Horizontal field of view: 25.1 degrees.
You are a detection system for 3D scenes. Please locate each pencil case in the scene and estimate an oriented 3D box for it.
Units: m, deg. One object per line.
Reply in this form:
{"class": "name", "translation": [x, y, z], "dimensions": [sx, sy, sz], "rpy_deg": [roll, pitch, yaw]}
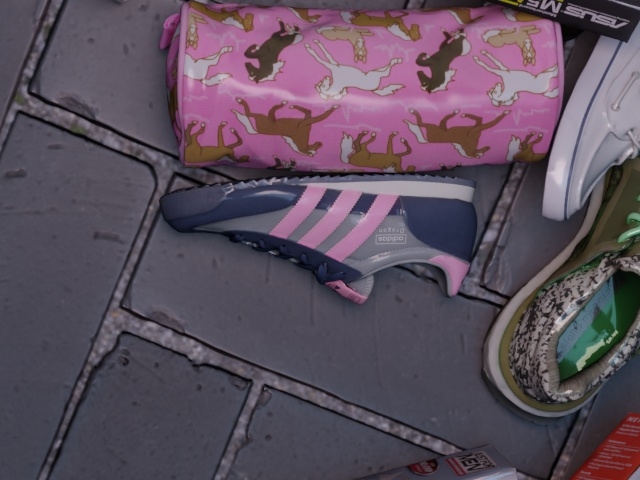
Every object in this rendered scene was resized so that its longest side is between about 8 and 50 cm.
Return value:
{"class": "pencil case", "translation": [0.037, -0.153, 1.397], "dimensions": [0.386, 0.167, 0.160], "rpy_deg": [-2, 117, -6]}

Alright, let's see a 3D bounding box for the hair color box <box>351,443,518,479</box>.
{"class": "hair color box", "translation": [0.027, 0.349, 1.447], "dimensions": [0.374, 0.113, 0.185], "rpy_deg": [-14, 95, -5]}

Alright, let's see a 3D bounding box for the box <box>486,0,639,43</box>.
{"class": "box", "translation": [0.227, -0.342, 1.385], "dimensions": [0.216, 0.060, 0.270], "rpy_deg": [16, 66, 0]}

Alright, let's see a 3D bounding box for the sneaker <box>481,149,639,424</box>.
{"class": "sneaker", "translation": [0.324, 0.013, 1.418], "dimensions": [0.158, 0.182, 0.410], "rpy_deg": [32, 89, -6]}

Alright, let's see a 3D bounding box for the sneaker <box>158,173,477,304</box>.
{"class": "sneaker", "translation": [0.000, 0.000, 1.425], "dimensions": [0.318, 0.112, 0.131], "rpy_deg": [-1, 91, -4]}

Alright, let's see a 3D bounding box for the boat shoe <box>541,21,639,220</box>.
{"class": "boat shoe", "translation": [0.291, -0.125, 1.408], "dimensions": [0.084, 0.095, 0.258], "rpy_deg": [18, 68, 19]}

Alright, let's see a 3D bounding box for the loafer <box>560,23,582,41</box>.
{"class": "loafer", "translation": [0.309, -0.289, 1.451], "dimensions": [0.080, 0.078, 0.220], "rpy_deg": [40, 90, -6]}

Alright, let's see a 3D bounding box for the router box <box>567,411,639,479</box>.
{"class": "router box", "translation": [0.322, 0.393, 1.415], "dimensions": [0.301, 0.082, 0.335], "rpy_deg": [-43, 107, -22]}

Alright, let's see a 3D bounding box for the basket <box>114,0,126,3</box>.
{"class": "basket", "translation": [-0.174, -0.327, 1.392], "dimensions": [0.167, 0.113, 0.103], "rpy_deg": [-42, 92, -1]}
